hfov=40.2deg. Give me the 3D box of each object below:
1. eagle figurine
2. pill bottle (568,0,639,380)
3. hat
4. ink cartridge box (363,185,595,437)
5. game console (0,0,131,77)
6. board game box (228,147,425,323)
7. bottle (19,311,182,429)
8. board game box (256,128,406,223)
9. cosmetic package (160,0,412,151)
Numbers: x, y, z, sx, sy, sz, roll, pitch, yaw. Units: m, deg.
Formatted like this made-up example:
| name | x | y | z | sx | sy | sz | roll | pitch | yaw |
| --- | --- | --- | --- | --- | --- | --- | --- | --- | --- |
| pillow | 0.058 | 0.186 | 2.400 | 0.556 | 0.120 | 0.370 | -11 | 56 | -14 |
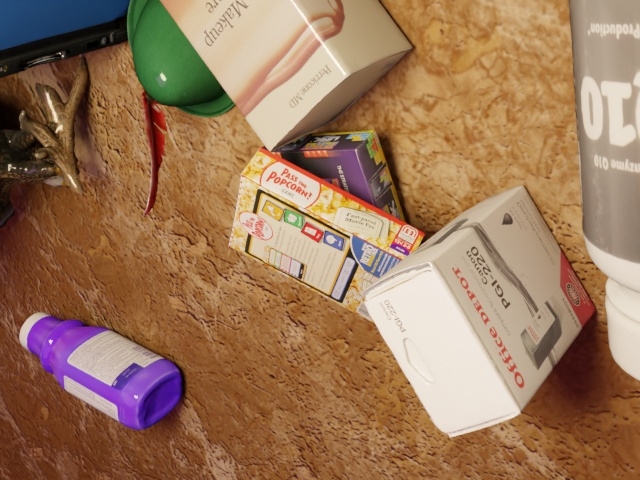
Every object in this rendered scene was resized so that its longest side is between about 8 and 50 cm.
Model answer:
| name | x | y | z | sx | sy | sz | roll | pitch | yaw |
| --- | --- | --- | --- | --- | --- | --- | --- | --- | --- |
| eagle figurine | -0.450 | -0.111 | 1.248 | 0.298 | 0.226 | 0.225 | -7 | 128 | 34 |
| pill bottle | 0.302 | -0.077 | 0.671 | 0.204 | 0.204 | 0.361 | 4 | 114 | 36 |
| hat | -0.198 | -0.186 | 1.004 | 0.208 | 0.183 | 0.173 | 39 | 133 | 7 |
| ink cartridge box | 0.159 | 0.060 | 0.840 | 0.092 | 0.218 | 0.158 | -29 | 93 | 42 |
| game console | -0.364 | -0.291 | 1.015 | 0.250 | 0.293 | 0.173 | 17 | 121 | 29 |
| board game box | 0.000 | 0.000 | 0.942 | 0.193 | 0.045 | 0.147 | 28 | 147 | 5 |
| bottle | -0.351 | 0.193 | 1.365 | 0.283 | 0.118 | 0.092 | 21 | 124 | 27 |
| board game box | 0.019 | -0.038 | 0.992 | 0.141 | 0.048 | 0.170 | 2 | 125 | 38 |
| cosmetic package | -0.064 | -0.262 | 0.910 | 0.296 | 0.129 | 0.153 | 53 | 133 | 3 |
